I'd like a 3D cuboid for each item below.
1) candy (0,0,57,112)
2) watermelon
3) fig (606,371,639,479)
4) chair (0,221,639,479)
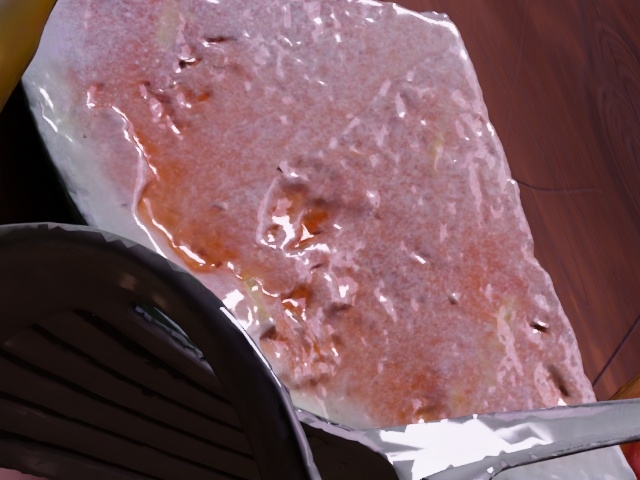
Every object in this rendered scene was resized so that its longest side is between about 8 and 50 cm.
[{"bbox_3d":[-0.176,-0.107,0.463,0.118,0.260,0.260,24,-11,49],"label":"candy"},{"bbox_3d":[0.000,0.000,0.762,0.256,0.176,0.260,11,59,-56],"label":"watermelon"},{"bbox_3d":[0.228,0.174,0.992,0.224,0.224,0.263,45,18,-33],"label":"fig"},{"bbox_3d":[0.003,0.112,0.569,0.275,0.203,0.190,10,57,-37],"label":"chair"}]
